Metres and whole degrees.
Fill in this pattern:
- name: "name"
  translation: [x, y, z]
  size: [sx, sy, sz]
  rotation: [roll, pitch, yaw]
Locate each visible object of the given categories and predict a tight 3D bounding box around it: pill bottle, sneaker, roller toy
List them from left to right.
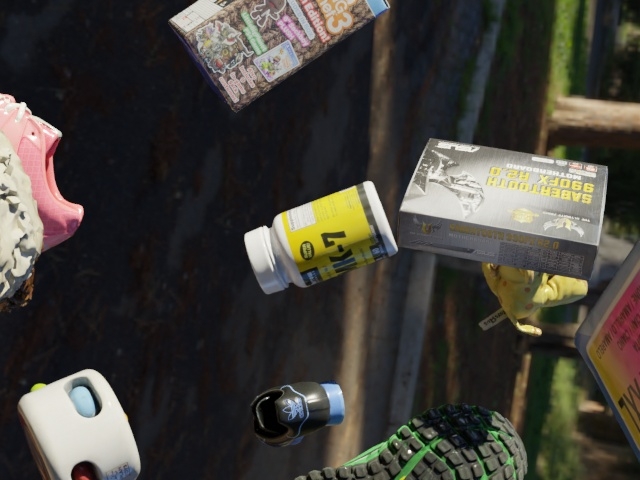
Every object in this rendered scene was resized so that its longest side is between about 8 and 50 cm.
- name: "sneaker"
  translation: [-0.369, -0.127, 1.145]
  size: [0.116, 0.136, 0.313]
  rotation: [-102, 170, -79]
- name: "roller toy"
  translation: [-0.365, 0.305, 1.551]
  size: [0.209, 0.146, 0.191]
  rotation: [68, -23, 1]
- name: "sneaker"
  translation: [-0.056, 0.225, 1.300]
  size: [0.232, 0.090, 0.081]
  rotation: [-39, -121, 59]
- name: "pill bottle"
  translation: [0.000, 0.000, 1.510]
  size: [0.119, 0.209, 0.119]
  rotation: [-21, 90, -85]
- name: "sneaker"
  translation: [0.093, 0.303, 1.249]
  size: [0.146, 0.344, 0.134]
  rotation: [103, -31, -68]

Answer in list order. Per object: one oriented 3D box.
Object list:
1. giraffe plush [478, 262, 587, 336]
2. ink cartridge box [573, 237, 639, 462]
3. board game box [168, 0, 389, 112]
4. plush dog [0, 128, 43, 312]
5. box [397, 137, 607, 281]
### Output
- name: "giraffe plush"
  translation: [0.337, 0.036, 1.670]
  size: [0.210, 0.181, 0.170]
  rotation: [-45, 147, -22]
- name: "ink cartridge box"
  translation: [0.313, 0.137, 0.361]
  size: [0.151, 0.270, 0.395]
  rotation: [92, -22, -62]
- name: "board game box"
  translation: [-0.075, -0.360, 1.608]
  size: [0.141, 0.291, 0.232]
  rotation: [56, -2, -23]
- name: "plush dog"
  translation: [-0.234, -0.053, 0.535]
  size: [0.211, 0.225, 0.262]
  rotation: [-41, 166, 7]
- name: "box"
  translation: [0.224, -0.043, 1.226]
  size: [0.183, 0.231, 0.056]
  rotation: [-61, 158, -52]
